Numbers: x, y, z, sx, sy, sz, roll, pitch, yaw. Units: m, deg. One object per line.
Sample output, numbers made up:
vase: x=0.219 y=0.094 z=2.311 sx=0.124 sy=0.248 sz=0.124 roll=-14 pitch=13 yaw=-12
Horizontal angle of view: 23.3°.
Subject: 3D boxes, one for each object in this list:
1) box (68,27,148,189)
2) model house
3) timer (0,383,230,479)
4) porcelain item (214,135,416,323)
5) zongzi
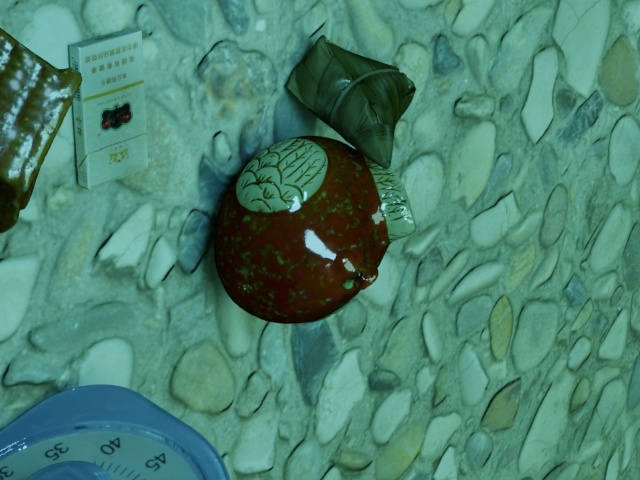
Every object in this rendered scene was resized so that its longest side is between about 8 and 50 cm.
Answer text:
box: x=-0.235 y=-0.147 z=1.735 sx=0.090 sy=0.024 sz=0.166 roll=-24 pitch=124 yaw=-41
model house: x=-0.350 y=-0.095 z=1.472 sx=0.199 sy=0.229 sz=0.219 roll=-59 pitch=140 yaw=-20
timer: x=-0.254 y=0.336 z=1.671 sx=0.395 sy=0.395 sz=0.173 roll=-35 pitch=136 yaw=-34
porcelain item: x=0.000 y=0.000 z=1.919 sx=0.253 sy=0.253 sz=0.253 roll=-25 pitch=125 yaw=-40
zongzi: x=0.086 y=-0.153 z=1.970 sx=0.205 sy=0.204 sz=0.094 roll=8 pitch=126 yaw=-53
